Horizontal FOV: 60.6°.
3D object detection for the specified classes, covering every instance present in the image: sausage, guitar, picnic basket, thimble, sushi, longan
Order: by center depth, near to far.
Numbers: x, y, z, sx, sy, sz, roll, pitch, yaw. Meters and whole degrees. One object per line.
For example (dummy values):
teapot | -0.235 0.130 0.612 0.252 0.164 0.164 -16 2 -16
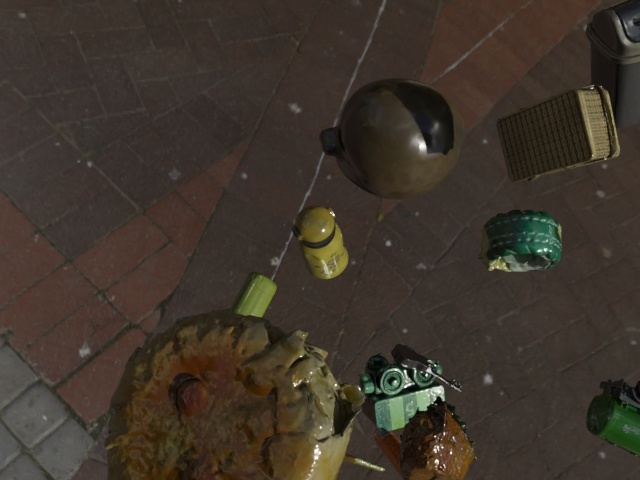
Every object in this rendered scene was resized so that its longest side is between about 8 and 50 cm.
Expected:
picnic basket | 0.370 -0.164 0.861 0.080 0.164 0.115 -11 88 -33
sushi | 0.232 0.414 1.092 0.149 0.287 0.140 1 55 7
longan | 0.149 -0.202 1.122 0.301 0.300 0.243 0 69 -20
guitar | 0.339 0.401 1.695 0.271 0.038 0.084 30 17 -16
sausage | 0.244 0.695 1.818 0.071 0.071 0.234 -9 26 -23
thimble | 0.698 0.009 1.930 0.254 0.288 0.167 20 67 -32

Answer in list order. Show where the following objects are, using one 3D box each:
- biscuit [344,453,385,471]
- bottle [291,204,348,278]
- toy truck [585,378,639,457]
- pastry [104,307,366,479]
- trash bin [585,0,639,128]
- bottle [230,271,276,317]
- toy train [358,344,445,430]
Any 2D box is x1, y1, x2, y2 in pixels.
biscuit | 0.048 0.463 1.176 0.139 0.231 0.016 8 68 25
bottle | 0.000 0.000 1.963 0.172 0.351 0.171 -3 64 7
toy truck | 0.596 0.331 0.958 0.243 0.101 0.124 24 73 4
pastry | -0.121 0.235 0.680 0.330 0.136 0.329 -6 73 19
trash bin | 0.707 -0.406 1.203 0.210 0.290 0.182 -20 49 8
bottle | -0.252 0.241 1.866 0.112 0.112 0.260 28 75 -3
toy train | 0.270 0.495 1.837 0.299 0.167 0.238 -8 98 -17
